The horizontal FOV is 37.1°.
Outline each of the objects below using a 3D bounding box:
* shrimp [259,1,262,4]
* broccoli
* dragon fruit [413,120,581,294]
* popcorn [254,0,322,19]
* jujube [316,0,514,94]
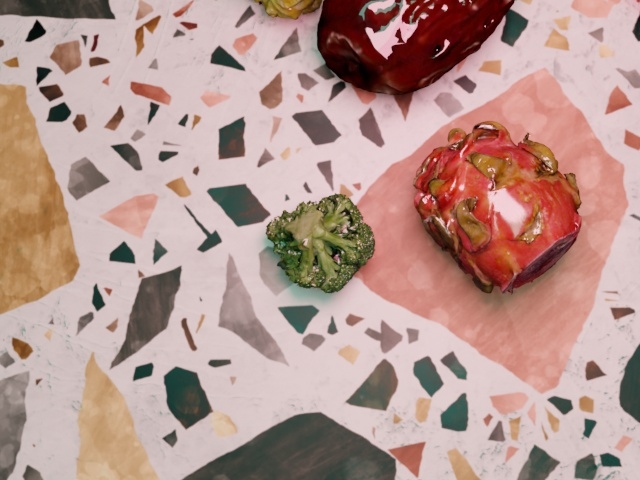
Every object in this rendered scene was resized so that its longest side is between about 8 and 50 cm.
[{"bbox_3d":[-0.130,-0.537,1.827,0.099,0.041,0.180,-10,81,-11],"label":"shrimp"},{"bbox_3d":[0.000,0.000,1.693,0.195,0.156,0.195,-16,55,24],"label":"broccoli"},{"bbox_3d":[0.298,-0.069,1.634,0.269,0.250,0.291,-35,66,-5],"label":"dragon fruit"},{"bbox_3d":[-0.069,-0.497,1.724,0.213,0.198,0.197,-10,81,-30],"label":"popcorn"},{"bbox_3d":[0.171,-0.412,1.682,0.377,0.258,0.258,-37,82,4],"label":"jujube"}]
